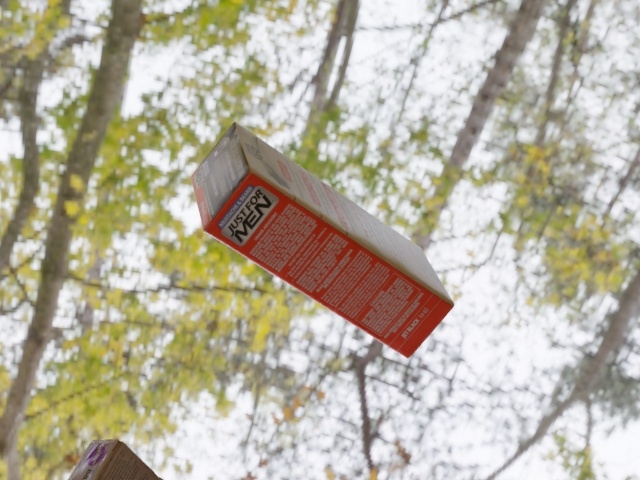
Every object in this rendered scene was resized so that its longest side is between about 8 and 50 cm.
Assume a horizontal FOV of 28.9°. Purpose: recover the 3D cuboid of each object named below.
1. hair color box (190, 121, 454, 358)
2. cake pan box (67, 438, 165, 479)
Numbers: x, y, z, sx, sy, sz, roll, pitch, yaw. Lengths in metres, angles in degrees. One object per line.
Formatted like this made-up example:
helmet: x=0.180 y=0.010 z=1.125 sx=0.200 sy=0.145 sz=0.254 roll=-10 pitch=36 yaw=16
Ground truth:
hair color box: x=0.000 y=0.000 z=0.810 sx=0.167 sy=0.053 sz=0.093 roll=34 pitch=-166 yaw=-23
cake pan box: x=-0.248 y=0.411 z=1.524 sx=0.070 sy=0.245 sz=0.266 roll=-4 pitch=-134 yaw=41
